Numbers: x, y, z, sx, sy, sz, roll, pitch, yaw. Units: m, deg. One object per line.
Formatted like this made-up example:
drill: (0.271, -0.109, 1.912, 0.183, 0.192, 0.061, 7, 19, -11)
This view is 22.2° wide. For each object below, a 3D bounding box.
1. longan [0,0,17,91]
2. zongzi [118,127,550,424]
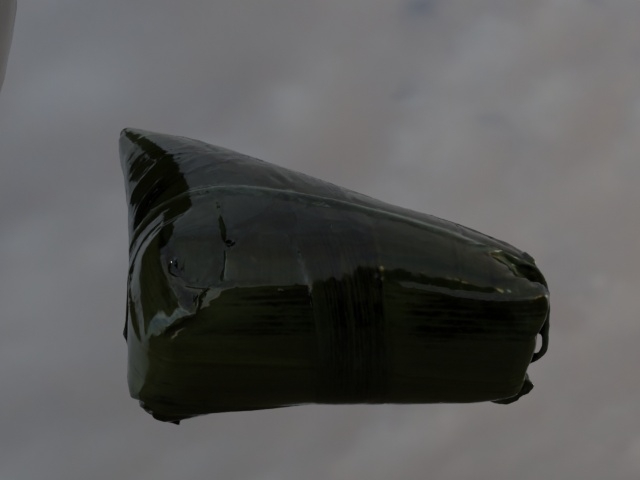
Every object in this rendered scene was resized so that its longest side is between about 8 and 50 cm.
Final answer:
longan: (-0.185, -0.056, 0.408, 0.215, 0.246, 0.246, 32, -60, -22)
zongzi: (0.000, 0.000, 0.427, 0.104, 0.113, 0.052, 3, -59, -11)
